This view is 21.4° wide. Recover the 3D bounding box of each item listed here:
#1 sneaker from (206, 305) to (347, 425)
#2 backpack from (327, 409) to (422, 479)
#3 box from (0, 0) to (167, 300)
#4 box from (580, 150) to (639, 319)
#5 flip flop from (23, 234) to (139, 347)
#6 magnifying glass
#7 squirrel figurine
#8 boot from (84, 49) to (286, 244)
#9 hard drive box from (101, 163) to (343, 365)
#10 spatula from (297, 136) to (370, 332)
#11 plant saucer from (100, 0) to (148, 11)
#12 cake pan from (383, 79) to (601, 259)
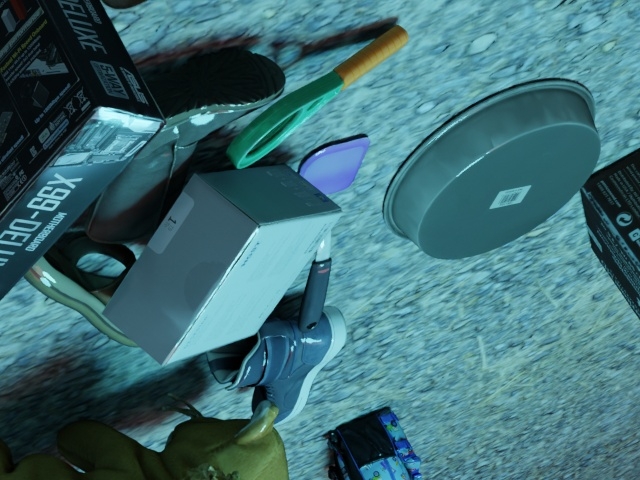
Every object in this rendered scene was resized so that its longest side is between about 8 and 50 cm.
[{"bbox_3d":[-0.082,0.167,2.126,0.163,0.086,0.226,-10,146,-35],"label":"sneaker"},{"bbox_3d":[0.093,0.362,2.527,0.117,0.173,0.158,-23,151,-13],"label":"backpack"},{"bbox_3d":[-0.286,-0.087,1.340,0.307,0.242,0.076,-45,149,25],"label":"box"},{"bbox_3d":[0.465,-0.011,2.267,0.167,0.168,0.203,-30,152,-2],"label":"box"},{"bbox_3d":[-0.234,0.031,1.755,0.080,0.112,0.277,-47,146,1],"label":"flip flop"},{"bbox_3d":[-0.001,-0.144,1.679,0.231,0.026,0.092,-39,174,-24],"label":"magnifying glass"},{"bbox_3d":[-0.178,0.342,1.996,0.370,0.397,0.281,-17,111,-25],"label":"squirrel figurine"},{"bbox_3d":[-0.136,-0.086,1.669,0.190,0.076,0.208,-15,146,-21],"label":"boot"},{"bbox_3d":[-0.096,0.020,1.753,0.181,0.089,0.232,-55,166,16],"label":"hard drive box"},{"bbox_3d":[0.000,0.000,1.955,0.084,0.030,0.296,-15,134,-26],"label":"spatula"},{"bbox_3d":[-0.136,-0.263,1.362,0.168,0.029,0.168,-48,163,-20],"label":"plant saucer"},{"bbox_3d":[0.216,-0.075,2.046,0.293,0.054,0.293,-23,152,-13],"label":"cake pan"}]
